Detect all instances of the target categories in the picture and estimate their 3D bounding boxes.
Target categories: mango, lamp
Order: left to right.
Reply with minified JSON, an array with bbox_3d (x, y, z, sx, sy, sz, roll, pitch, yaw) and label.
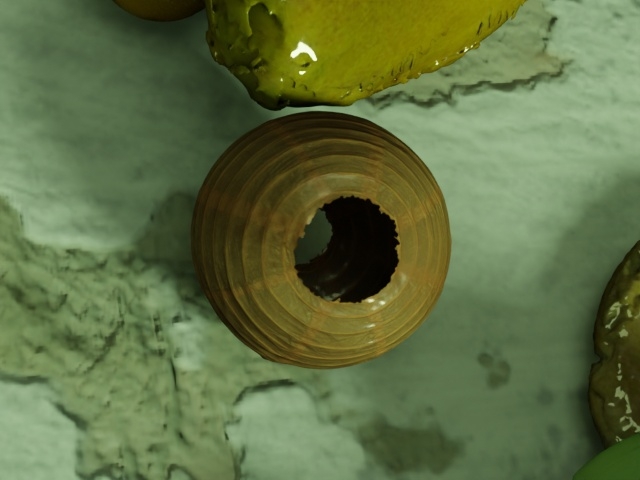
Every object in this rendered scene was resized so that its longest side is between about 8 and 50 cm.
[{"bbox_3d":[0.000,0.000,0.903,0.136,0.136,0.136,6,66,-14],"label":"lamp"},{"bbox_3d":[0.029,-0.152,0.959,0.156,0.151,0.248,30,42,15],"label":"mango"}]

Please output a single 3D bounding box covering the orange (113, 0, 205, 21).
[{"bbox_3d":[-0.093,-0.160,0.975,0.085,0.085,0.085,6,66,-14],"label":"orange"}]

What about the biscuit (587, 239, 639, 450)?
[{"bbox_3d":[0.253,0.081,0.993,0.226,0.042,0.226,6,65,-13],"label":"biscuit"}]

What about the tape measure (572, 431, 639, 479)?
[{"bbox_3d":[0.193,0.177,0.879,0.200,0.106,0.175,-21,101,-1],"label":"tape measure"}]
